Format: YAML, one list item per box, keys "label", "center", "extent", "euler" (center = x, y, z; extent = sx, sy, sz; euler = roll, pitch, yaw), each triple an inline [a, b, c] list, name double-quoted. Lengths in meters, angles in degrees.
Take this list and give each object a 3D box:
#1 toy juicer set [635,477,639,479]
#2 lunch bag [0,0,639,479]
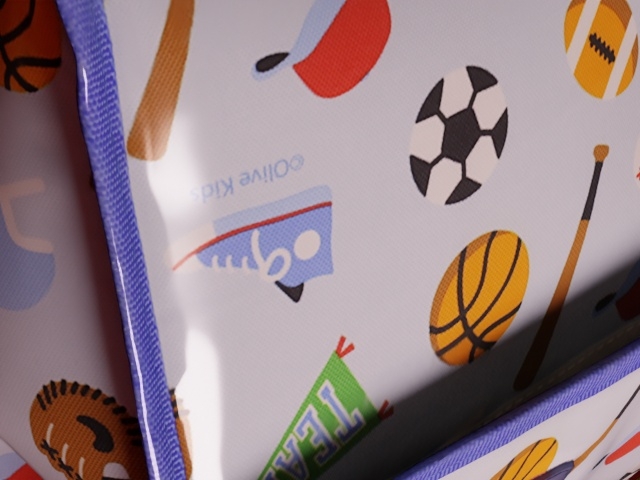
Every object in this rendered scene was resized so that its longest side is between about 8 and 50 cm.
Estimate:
- label: "toy juicer set"
  center: [0.238, 0.161, 0.878]
  extent: [0.209, 0.089, 0.329]
  euler: [-11, 82, 9]
- label: "lunch bag"
  center: [0.000, 0.000, 0.742]
  extent: [0.328, 0.239, 0.386]
  euler: [-27, 122, -36]
